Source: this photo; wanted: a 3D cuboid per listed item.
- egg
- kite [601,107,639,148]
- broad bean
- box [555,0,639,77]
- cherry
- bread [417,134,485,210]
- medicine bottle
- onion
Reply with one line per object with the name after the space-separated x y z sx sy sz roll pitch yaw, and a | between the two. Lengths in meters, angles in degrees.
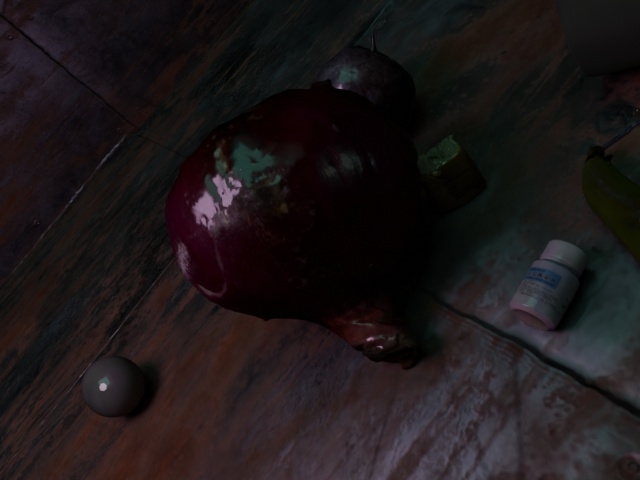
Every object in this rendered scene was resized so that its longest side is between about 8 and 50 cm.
-0.369 0.259 0.941 0.135 0.103 0.103 8 62 52 | egg
0.421 -0.124 0.579 0.160 0.010 0.183 -42 36 8 | kite
0.332 -0.012 0.513 0.075 0.067 0.325 -29 40 9 | broad bean
0.387 -0.326 0.623 0.149 0.226 0.226 -5 53 43 | box
0.069 -0.244 0.921 0.195 0.195 0.195 -27 40 25 | cherry
0.179 -0.095 0.749 0.083 0.070 0.077 -35 36 20 | bread
0.243 0.047 0.561 0.052 0.052 0.089 19 70 52 | medicine bottle
0.000 0.000 0.685 0.347 0.347 0.385 -37 71 13 | onion
